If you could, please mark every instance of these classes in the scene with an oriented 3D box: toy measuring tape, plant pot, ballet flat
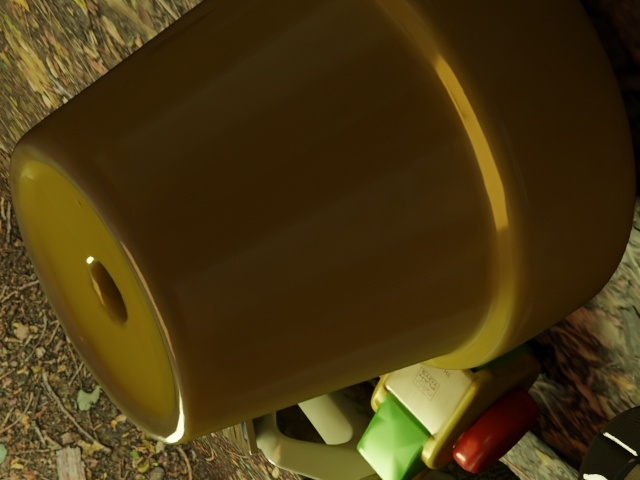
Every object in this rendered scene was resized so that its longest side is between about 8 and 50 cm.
[{"bbox_3d":[0.114,0.062,0.909,0.121,0.121,0.330,47,140,21],"label":"toy measuring tape"},{"bbox_3d":[-0.014,-0.025,0.689,0.254,0.239,0.254,44,150,34],"label":"plant pot"},{"bbox_3d":[0.039,0.195,1.113,0.182,0.164,0.483,21,-164,-39],"label":"ballet flat"}]

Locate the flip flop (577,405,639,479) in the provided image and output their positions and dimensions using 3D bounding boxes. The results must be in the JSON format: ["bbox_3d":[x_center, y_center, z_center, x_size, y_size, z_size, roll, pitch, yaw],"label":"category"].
[{"bbox_3d":[0.216,0.197,0.863,0.277,0.080,0.112,97,155,-44],"label":"flip flop"}]

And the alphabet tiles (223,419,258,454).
[{"bbox_3d":[-0.083,0.075,1.141,0.237,0.009,0.198,161,98,-79],"label":"alphabet tiles"}]
